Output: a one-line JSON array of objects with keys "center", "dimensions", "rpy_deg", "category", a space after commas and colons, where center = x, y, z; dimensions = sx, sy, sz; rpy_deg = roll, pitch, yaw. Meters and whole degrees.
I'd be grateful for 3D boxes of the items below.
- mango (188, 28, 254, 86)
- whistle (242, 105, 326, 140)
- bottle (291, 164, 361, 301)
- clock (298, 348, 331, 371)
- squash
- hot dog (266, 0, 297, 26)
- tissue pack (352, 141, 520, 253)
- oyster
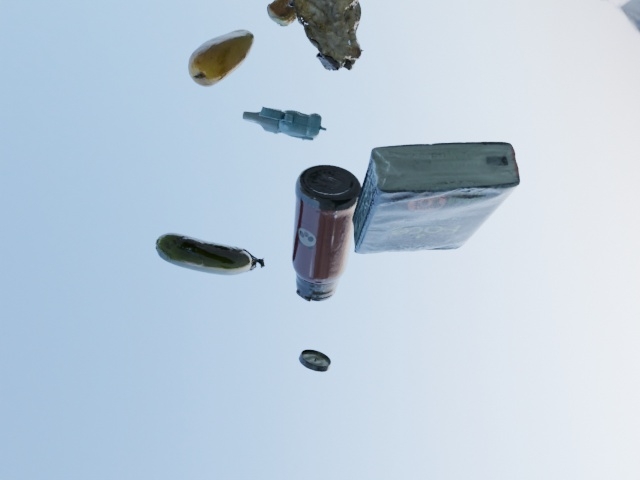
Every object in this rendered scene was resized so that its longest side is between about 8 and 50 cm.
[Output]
[{"center": [-0.185, -0.352, 1.046], "dimensions": [0.187, 0.101, 0.066], "rpy_deg": [-52, -48, -34], "category": "mango"}, {"center": [-0.114, -0.381, 1.792], "dimensions": [0.274, 0.093, 0.186], "rpy_deg": [10, -173, 2], "category": "whistle"}, {"center": [0.000, 0.000, 1.278], "dimensions": [0.144, 0.336, 0.144], "rpy_deg": [5, -140, -4], "category": "bottle"}, {"center": [-0.014, 0.302, 1.395], "dimensions": [0.085, 0.017, 0.085], "rpy_deg": [16, -165, -4], "category": "clock"}, {"center": [-0.267, 0.043, 1.398], "dimensions": [0.331, 0.087, 0.087], "rpy_deg": [15, -124, -48], "category": "squash"}, {"center": [-0.010, -0.630, 1.366], "dimensions": [0.083, 0.289, 0.068], "rpy_deg": [43, 172, 35], "category": "hot dog"}, {"center": [0.183, -0.067, 0.980], "dimensions": [0.228, 0.315, 0.103], "rpy_deg": [-2, -108, -4], "category": "tissue pack"}, {"center": [0.010, -0.336, 0.793], "dimensions": [0.191, 0.081, 0.163], "rpy_deg": [20, -114, -42], "category": "oyster"}]
